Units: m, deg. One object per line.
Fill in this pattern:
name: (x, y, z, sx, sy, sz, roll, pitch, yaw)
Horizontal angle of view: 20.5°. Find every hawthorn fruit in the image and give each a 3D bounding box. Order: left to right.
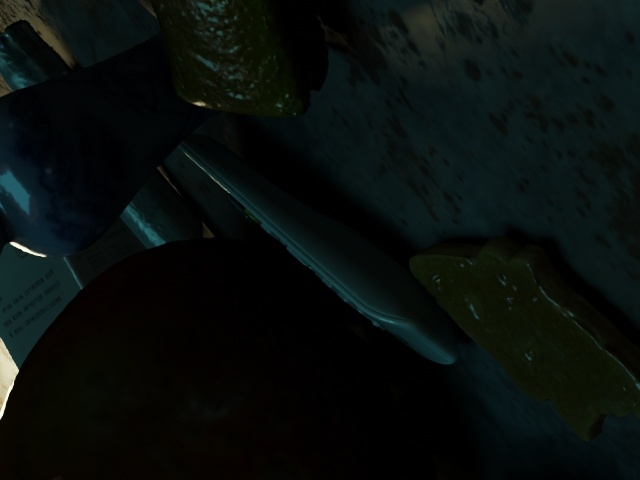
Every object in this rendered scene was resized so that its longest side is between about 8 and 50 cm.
hawthorn fruit: (-0.109, 0.220, 1.549, 0.403, 0.403, 0.403, 43, 156, 24)

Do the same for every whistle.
whistle: (-0.211, -0.085, 1.728, 0.312, 0.062, 0.062, 49, 158, 9)

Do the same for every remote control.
remote control: (-0.001, 0.001, 1.435, 0.293, 0.051, 0.103, 38, 179, 35)

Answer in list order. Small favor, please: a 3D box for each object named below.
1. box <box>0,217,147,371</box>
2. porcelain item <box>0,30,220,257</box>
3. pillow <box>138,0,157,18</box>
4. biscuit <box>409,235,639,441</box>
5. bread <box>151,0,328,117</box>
box: (-0.275, 0.018, 1.837, 0.200, 0.106, 0.299, -33, 87, 51)
porcelain item: (-0.183, -0.081, 1.413, 0.141, 0.259, 0.141, 41, 155, 24)
pillow: (-0.112, -0.195, 1.379, 0.150, 0.048, 0.090, 40, 148, 23)
biscuit: (0.150, 0.060, 1.250, 0.250, 0.035, 0.162, 30, 144, 44)
bread: (-0.065, -0.178, 1.231, 0.132, 0.103, 0.172, 13, 138, 34)
